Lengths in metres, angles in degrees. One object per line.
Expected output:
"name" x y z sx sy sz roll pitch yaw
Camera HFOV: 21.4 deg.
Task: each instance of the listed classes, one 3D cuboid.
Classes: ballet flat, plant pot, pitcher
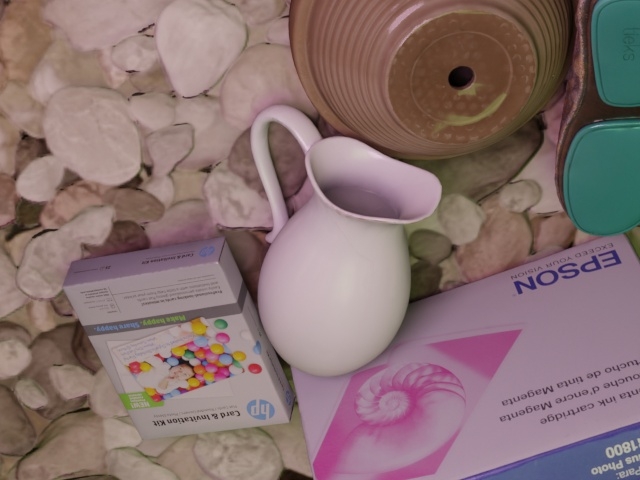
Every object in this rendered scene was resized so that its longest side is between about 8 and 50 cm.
"ballet flat" 0.245 -0.130 1.347 0.107 0.106 0.316 4 145 3
"plant pot" 0.097 -0.152 1.319 0.237 0.110 0.237 -4 123 -6
"pitcher" 0.000 0.000 1.402 0.125 0.178 0.207 -31 150 -36

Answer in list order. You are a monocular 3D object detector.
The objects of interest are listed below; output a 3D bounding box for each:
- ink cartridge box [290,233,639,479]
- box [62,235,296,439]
"ink cartridge box" 0.150 0.152 1.396 0.324 0.330 0.071 -19 124 2
"box" -0.119 0.088 1.458 0.145 0.038 0.186 -8 128 18
